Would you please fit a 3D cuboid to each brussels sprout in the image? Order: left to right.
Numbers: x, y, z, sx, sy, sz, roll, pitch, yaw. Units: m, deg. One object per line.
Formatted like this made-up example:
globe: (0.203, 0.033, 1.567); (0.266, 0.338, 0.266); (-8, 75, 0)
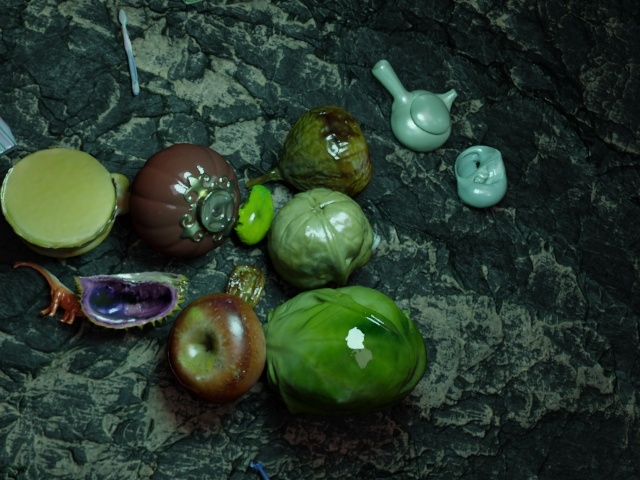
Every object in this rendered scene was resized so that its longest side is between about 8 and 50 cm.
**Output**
brussels sprout: (0.074, 0.285, 1.722); (0.426, 0.361, 0.342); (-6, 81, -24)

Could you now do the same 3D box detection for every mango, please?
mango: (-0.181, -0.070, 1.851); (0.100, 0.119, 0.178); (17, 69, -3)

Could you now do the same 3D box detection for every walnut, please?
walnut: (0.002, -0.001, 1.811); (0.253, 0.276, 0.282); (29, 66, 24)

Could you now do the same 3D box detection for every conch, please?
conch: (0.519, -0.205, 2.162); (0.185, 0.121, 0.221); (24, 62, -13)

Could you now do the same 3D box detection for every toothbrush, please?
toothbrush: (-0.545, -0.535, 1.883); (0.021, 0.027, 0.269); (-14, 79, 12)

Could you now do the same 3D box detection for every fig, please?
fig: (-0.040, -0.210, 1.904); (0.369, 0.286, 0.286); (-27, 87, 4)

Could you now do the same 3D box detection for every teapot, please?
teapot: (0.285, -0.415, 2.110); (0.319, 0.149, 0.219); (17, 69, -18)

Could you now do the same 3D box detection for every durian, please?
durian: (-0.470, 0.130, 1.669); (0.261, 0.186, 0.153); (9, 115, -7)

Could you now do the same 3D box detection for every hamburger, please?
hamburger: (-0.621, -0.097, 1.648); (0.303, 0.186, 0.260); (-32, 88, -16)

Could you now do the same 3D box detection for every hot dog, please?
hot dog: (-0.204, 0.123, 1.803); (0.099, 0.065, 0.147); (16, 53, 0)

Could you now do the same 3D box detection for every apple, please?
apple: (-0.258, 0.272, 1.670); (0.252, 0.206, 0.271); (-33, 71, 8)

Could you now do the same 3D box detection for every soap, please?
soap: (-0.847, -0.272, 1.677); (0.149, 0.056, 0.100); (48, 67, -3)

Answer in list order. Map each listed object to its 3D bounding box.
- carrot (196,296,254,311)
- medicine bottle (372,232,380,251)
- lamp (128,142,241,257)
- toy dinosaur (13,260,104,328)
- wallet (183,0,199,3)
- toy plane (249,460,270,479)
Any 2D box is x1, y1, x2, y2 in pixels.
carrot: (-0.257, 0.180, 1.802); (0.165, 0.036, 0.035); (18, 70, -14)
medicine bottle: (0.066, -0.030, 1.975); (0.221, 0.061, 0.092); (32, 86, -9)
lamp: (-0.347, -0.102, 1.711); (0.303, 0.257, 0.302); (-25, 124, -43)
toy dinosaur: (-0.654, 0.148, 1.646); (0.280, 0.055, 0.101); (33, 57, -9)
wallet: (-0.404, -0.797, 2.002); (0.110, 0.039, 0.155); (-31, 89, -29)
toy plane: (-0.129, 0.646, 1.723); (0.062, 0.054, 0.167); (-32, 90, 0)
